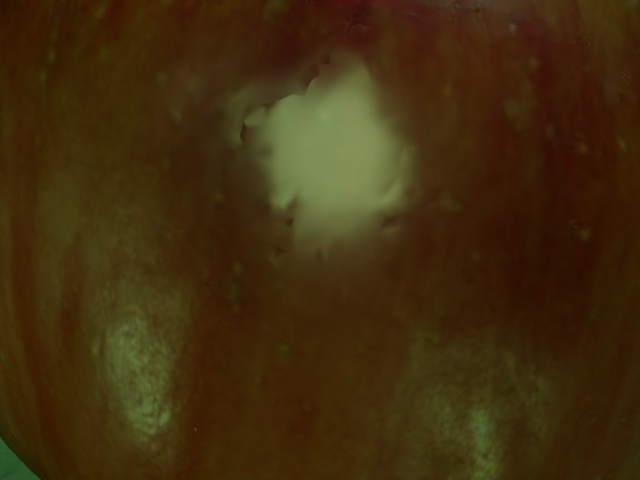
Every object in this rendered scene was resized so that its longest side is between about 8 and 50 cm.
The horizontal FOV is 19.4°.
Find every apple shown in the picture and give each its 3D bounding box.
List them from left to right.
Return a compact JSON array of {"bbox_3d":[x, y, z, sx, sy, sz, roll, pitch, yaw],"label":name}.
[{"bbox_3d":[0.000,0.000,0.557,0.242,0.242,0.241,15,109,18],"label":"apple"}]

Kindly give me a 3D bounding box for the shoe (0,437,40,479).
[{"bbox_3d":[-0.162,0.010,0.689,0.103,0.100,0.251,-31,81,18],"label":"shoe"}]
